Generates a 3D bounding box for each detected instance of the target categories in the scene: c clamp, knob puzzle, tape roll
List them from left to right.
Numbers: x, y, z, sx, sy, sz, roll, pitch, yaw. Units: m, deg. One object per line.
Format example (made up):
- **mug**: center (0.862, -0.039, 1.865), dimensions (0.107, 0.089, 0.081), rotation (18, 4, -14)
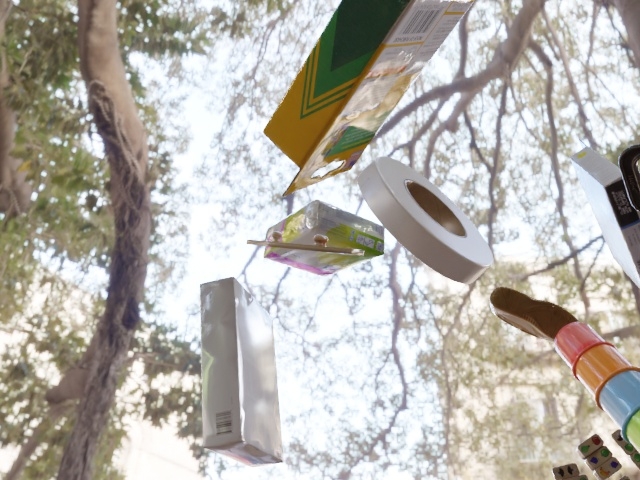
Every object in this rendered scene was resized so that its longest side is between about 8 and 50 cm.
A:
- **knob puzzle**: center (-0.008, 0.004, 1.157), dimensions (0.213, 0.030, 0.213), rotation (6, -1, 0)
- **tape roll**: center (0.262, -0.057, 1.651), dimensions (0.392, 0.392, 0.072), rotation (29, -64, -28)
- **c clamp**: center (0.500, -0.081, 0.937), dimensions (0.137, 0.022, 0.161), rotation (-5, -46, 47)

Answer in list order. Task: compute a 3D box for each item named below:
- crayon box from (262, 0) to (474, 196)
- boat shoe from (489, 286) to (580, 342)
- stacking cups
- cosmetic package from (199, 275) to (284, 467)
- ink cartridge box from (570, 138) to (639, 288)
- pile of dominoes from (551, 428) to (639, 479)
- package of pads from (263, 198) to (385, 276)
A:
- **crayon box**: center (0.052, -0.220, 0.913), dimensions (0.083, 0.203, 0.323), rotation (45, -56, 12)
- **boat shoe**: center (0.375, 0.137, 1.159), dimensions (0.170, 0.063, 0.059), rotation (29, -20, 20)
- **stacking cups**: center (0.432, 0.220, 0.896), dimensions (0.095, 0.316, 0.096), rotation (-5, -60, -10)
- **cosmetic package**: center (-0.183, 0.313, 1.556), dimensions (0.097, 0.377, 0.284), rotation (-14, -30, 12)
- **ink cartridge box**: center (0.685, -0.062, 1.561), dimensions (0.072, 0.307, 0.304), rotation (-28, -71, 10)
- **pile of dominoes**: center (0.668, 0.558, 1.476), dimensions (0.196, 0.251, 0.040), rotation (-33, -30, -6)
- **package of pads**: center (0.000, 0.000, 1.788), dimensions (0.229, 0.101, 0.296), rotation (20, -26, -27)
